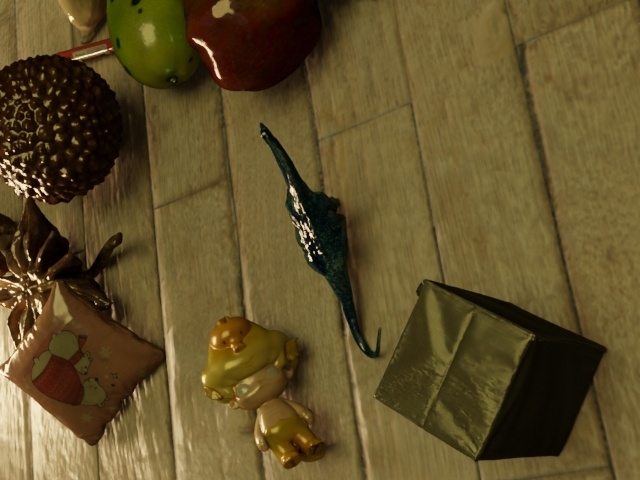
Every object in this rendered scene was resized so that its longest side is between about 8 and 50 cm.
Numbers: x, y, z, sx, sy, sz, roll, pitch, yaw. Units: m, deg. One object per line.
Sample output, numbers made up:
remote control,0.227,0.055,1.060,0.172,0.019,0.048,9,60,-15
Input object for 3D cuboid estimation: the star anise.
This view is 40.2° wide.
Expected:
star anise,-0.480,0.077,1.572,0.292,0.109,0.349,35,112,19

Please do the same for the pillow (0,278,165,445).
pillow,-0.410,0.207,1.477,0.223,0.084,0.236,39,107,-2

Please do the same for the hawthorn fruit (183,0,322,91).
hawthorn fruit,-0.082,-0.347,1.349,0.248,0.208,0.208,-22,67,12

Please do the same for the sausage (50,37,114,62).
sausage,-0.439,-0.364,1.680,0.253,0.034,0.034,-6,77,34

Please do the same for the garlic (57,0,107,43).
garlic,-0.469,-0.524,1.694,0.164,0.145,0.245,-45,54,57

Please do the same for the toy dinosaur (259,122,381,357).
toy dinosaur,-0.001,-0.006,1.243,0.076,0.147,0.363,-22,100,9

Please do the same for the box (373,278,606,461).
box,0.199,0.151,1.012,0.155,0.231,0.149,26,96,36

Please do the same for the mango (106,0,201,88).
mango,-0.298,-0.383,1.522,0.175,0.143,0.293,-54,48,35

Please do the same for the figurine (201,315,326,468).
figurine,-0.083,0.213,1.263,0.156,0.131,0.246,-26,60,-10

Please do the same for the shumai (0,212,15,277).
shumai,-0.638,0.015,1.702,0.116,0.145,0.145,37,102,12

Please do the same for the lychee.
lychee,-0.472,-0.186,1.531,0.267,0.267,0.267,-8,76,33
